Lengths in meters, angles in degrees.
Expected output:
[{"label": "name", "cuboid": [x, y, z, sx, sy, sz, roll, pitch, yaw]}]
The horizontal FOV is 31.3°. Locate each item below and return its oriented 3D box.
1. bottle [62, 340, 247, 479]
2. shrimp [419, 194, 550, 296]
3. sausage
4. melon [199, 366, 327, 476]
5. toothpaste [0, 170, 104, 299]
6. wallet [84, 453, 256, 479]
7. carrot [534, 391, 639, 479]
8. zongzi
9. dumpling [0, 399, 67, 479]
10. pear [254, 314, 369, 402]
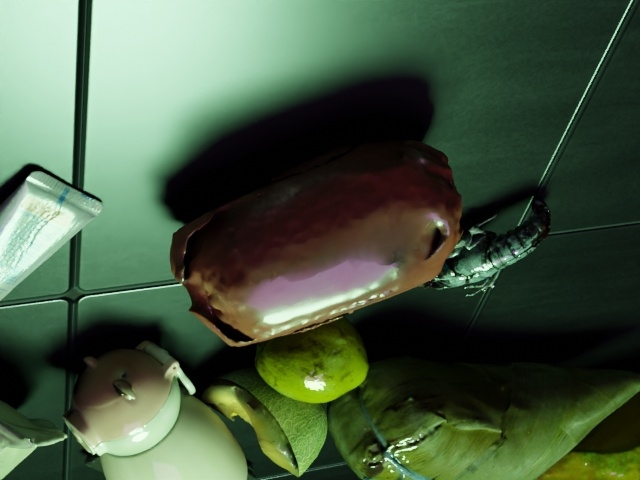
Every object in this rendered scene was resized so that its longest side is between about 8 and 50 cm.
[{"label": "bottle", "cuboid": [-0.188, 0.212, 1.257, 0.147, 0.147, 0.236, -23, 130, 4]}, {"label": "shrimp", "cuboid": [0.171, 0.009, 1.235, 0.174, 0.076, 0.082, -27, 123, 9]}, {"label": "sausage", "cuboid": [0.000, 0.000, 1.065, 0.280, 0.152, 0.152, -22, 146, -1]}, {"label": "melon", "cuboid": [-0.053, 0.184, 1.321, 0.128, 0.160, 0.079, -26, 138, -44]}, {"label": "toothpaste", "cuboid": [-0.305, 0.028, 1.036, 0.234, 0.057, 0.089, -39, 144, 15]}, {"label": "wallet", "cuboid": [-0.189, 0.294, 1.475, 0.124, 0.025, 0.244, -29, 145, 10]}, {"label": "carrot", "cuboid": [0.386, 0.360, 1.632, 0.241, 0.340, 0.241, -1, 172, 0]}, {"label": "zongzi", "cuboid": [0.214, 0.205, 1.430, 0.393, 0.174, 0.356, -28, 147, 7]}, {"label": "dumpling", "cuboid": [-0.384, 0.212, 1.201, 0.216, 0.126, 0.166, -33, 171, 3]}, {"label": "pear", "cuboid": [-0.010, 0.126, 1.270, 0.131, 0.107, 0.107, 19, 131, -25]}]
